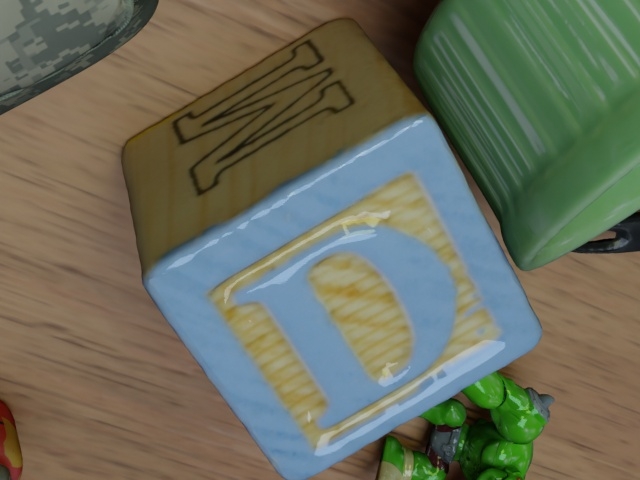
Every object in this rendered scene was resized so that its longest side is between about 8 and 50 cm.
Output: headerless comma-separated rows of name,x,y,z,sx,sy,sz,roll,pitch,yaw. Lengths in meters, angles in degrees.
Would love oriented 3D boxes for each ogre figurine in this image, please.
ogre figurine,0.111,0.165,1.005,0.118,0.097,0.197,14,98,-1

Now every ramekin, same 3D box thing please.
ramekin,0.202,-0.127,0.762,0.303,0.303,0.148,-35,79,5

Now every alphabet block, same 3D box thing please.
alphabet block,0.000,0.000,0.830,0.193,0.197,0.192,-29,120,2

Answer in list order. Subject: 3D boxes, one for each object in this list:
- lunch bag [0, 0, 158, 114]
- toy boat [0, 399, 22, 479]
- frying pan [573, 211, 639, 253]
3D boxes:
lunch bag,-0.242,-0.146,0.624,0.305,0.256,0.212,-28,93,-4
toy boat,-0.316,0.087,0.824,0.267,0.148,0.318,-43,118,9
frying pan,0.352,0.000,1.000,0.326,0.053,0.197,-23,119,1
